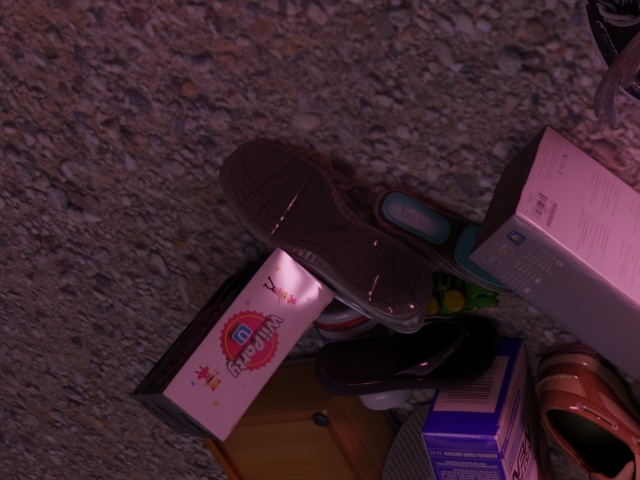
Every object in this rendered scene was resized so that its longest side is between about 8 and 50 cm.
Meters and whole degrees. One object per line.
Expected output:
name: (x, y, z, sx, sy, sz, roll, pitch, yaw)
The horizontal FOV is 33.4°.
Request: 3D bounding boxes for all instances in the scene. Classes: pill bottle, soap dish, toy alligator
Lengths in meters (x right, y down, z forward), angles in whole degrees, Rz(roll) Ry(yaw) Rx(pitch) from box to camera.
pill bottle: (0.062, 0.137, 1.437, 0.108, 0.108, 0.180, -6, 123, 29)
soap dish: (-0.036, 0.294, 1.603, 0.291, 0.118, 0.229, -11, 121, 30)
toy alligator: (0.187, 0.065, 1.362, 0.189, 0.056, 0.051, -14, 79, 33)

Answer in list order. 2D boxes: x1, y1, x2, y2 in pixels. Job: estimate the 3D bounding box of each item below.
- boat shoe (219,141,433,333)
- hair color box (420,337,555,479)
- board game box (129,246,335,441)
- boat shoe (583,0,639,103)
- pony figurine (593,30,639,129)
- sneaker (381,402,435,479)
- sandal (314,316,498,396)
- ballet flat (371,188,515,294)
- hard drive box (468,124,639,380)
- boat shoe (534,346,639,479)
boat shoe: (0.003, -0.001, 1.321, 0.320, 0.118, 0.103, 36, 161, 18)
hair color box: (0.241, 0.318, 1.446, 0.110, 0.185, 0.339, -1, 126, 24)
board game box: (-0.121, 0.138, 1.366, 0.097, 0.224, 0.303, 41, 162, -8)
boat shoe: (0.296, -0.249, 1.018, 0.108, 0.102, 0.301, -1, 126, 26)
pony figurine: (0.372, -0.266, 0.839, 0.363, 0.351, 0.303, 56, 165, -26)
sneaker: (0.170, 0.382, 1.552, 0.161, 0.282, 0.102, 17, 176, -39)
sandal: (0.119, 0.142, 1.340, 0.254, 0.097, 0.054, -10, 136, -23)
ballet flat: (0.159, 0.004, 1.325, 0.213, 0.072, 0.068, 29, 160, 2)
hard drive box: (0.298, 0.010, 1.174, 0.232, 0.181, 0.089, 36, 133, -4)
boat shoe: (0.390, 0.284, 1.392, 0.324, 0.120, 0.122, 43, 132, -12)
